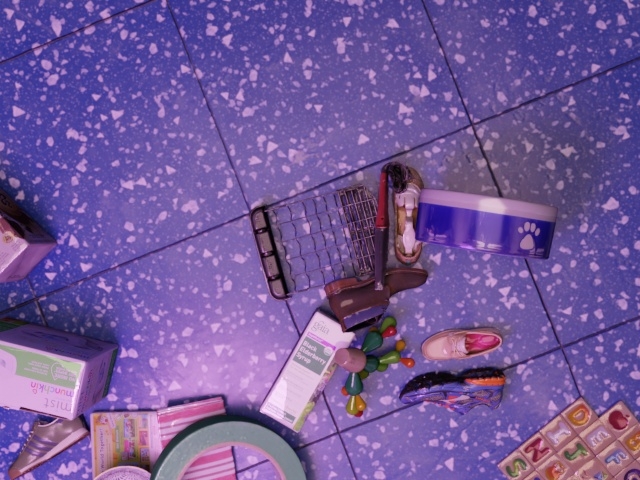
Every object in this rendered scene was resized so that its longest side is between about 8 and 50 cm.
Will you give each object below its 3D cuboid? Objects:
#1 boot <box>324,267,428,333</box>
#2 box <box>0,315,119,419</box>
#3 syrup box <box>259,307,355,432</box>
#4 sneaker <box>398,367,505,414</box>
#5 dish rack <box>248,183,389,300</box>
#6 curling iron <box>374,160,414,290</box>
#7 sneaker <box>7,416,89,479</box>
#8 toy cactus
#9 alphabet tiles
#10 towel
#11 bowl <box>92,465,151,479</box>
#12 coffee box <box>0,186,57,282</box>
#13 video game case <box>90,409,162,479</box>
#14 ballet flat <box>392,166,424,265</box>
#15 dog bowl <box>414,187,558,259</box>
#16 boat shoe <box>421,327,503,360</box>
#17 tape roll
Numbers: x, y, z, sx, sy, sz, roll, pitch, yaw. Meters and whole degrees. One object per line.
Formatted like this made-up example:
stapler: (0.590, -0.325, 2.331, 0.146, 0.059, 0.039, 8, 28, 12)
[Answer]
boot: (0.125, 0.123, 1.755, 0.219, 0.082, 0.106, -10, 64, -10)
box: (-0.574, 0.255, 1.738, 0.262, 0.231, 0.126, 14, 91, 3)
syrup box: (-0.025, 0.263, 1.779, 0.093, 0.096, 0.236, 30, 92, 0)
sneaker: (0.272, 0.321, 1.776, 0.221, 0.083, 0.087, -6, 98, 6)
dish rack: (0.000, 0.000, 1.790, 0.272, 0.074, 0.208, -15, 91, 1)
curling iron: (0.135, -0.034, 1.736, 0.068, 0.035, 0.273, 2, 75, 38)
sneaker: (-0.588, 0.422, 1.828, 0.192, 0.064, 0.086, -32, 81, 2)
toy cactus: (0.092, 0.254, 1.736, 0.112, 0.180, 0.219, 35, 96, 35)
alphabet tiles: (0.547, 0.505, 1.797, 0.343, 0.011, 0.285, -40, 88, 2)
towel: (-0.259, 0.435, 1.809, 0.144, 0.029, 0.196, -10, 95, -13)
bowl: (-0.406, 0.538, 1.774, 0.170, 0.080, 0.170, 0, 90, -14)
coffee box: (-0.709, -0.057, 1.773, 0.297, 0.168, 0.119, 44, 92, 1)
video game case: (-0.381, 0.474, 1.833, 0.207, 0.026, 0.226, -2, 91, 3)
ballet flat: (0.186, -0.051, 1.780, 0.073, 0.067, 0.206, -3, 90, 2)
dog bowl: (0.319, -0.033, 1.676, 0.265, 0.265, 0.104, 9, 93, 3)
boat shoe: (0.293, 0.213, 1.781, 0.170, 0.059, 0.062, -13, 90, 3)
tape roll: (-0.188, 0.521, 1.753, 0.322, 0.077, 0.321, 0, 88, -15)
